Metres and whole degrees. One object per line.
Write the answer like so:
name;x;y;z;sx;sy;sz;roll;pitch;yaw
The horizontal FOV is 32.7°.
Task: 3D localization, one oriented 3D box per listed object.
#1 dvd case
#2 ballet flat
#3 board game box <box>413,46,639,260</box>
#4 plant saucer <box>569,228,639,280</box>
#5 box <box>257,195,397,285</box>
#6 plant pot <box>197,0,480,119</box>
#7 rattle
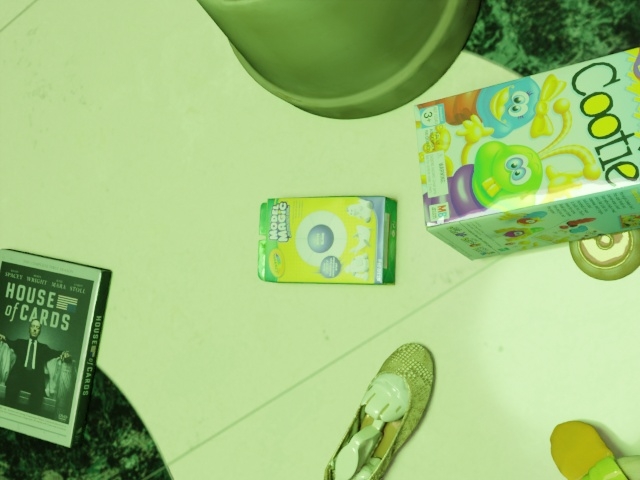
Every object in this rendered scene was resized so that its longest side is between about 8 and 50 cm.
dvd case;-0.379;0.142;1.472;0.179;0.029;0.239;10;91;26
ballet flat;0.064;0.211;1.231;0.073;0.067;0.206;26;97;26
board game box;0.254;-0.086;1.115;0.275;0.144;0.142;-12;71;24
plant saucer;0.305;0.001;1.162;0.083;0.015;0.083;-3;84;26
box;0.000;0.000;1.295;0.179;0.043;0.105;-1;85;27
plant pot;-0.014;-0.313;1.198;0.323;0.280;0.323;-2;86;25
rattle;0.338;0.278;1.119;0.199;0.143;0.130;19;87;-10
